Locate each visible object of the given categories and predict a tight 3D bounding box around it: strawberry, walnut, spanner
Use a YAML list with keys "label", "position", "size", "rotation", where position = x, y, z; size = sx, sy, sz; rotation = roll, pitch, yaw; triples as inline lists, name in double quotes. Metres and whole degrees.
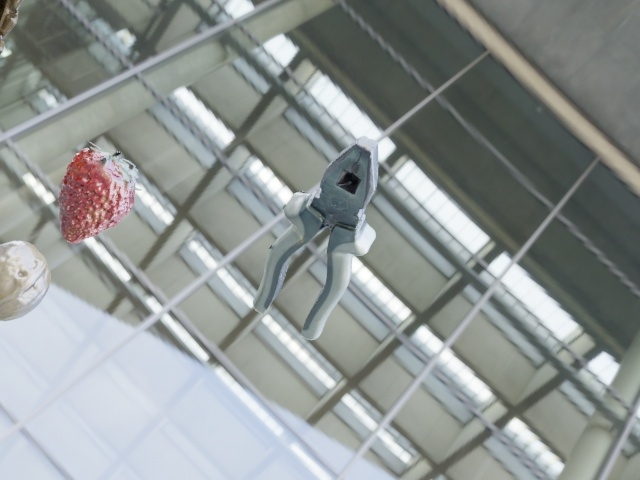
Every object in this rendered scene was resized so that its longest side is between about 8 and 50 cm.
- label: "strawberry"
  position: [-0.355, -0.073, 1.752]
  size: [0.148, 0.131, 0.131]
  rotation: [-39, -89, 19]
- label: "walnut"
  position: [-0.594, 0.078, 2.141]
  size: [0.140, 0.162, 0.140]
  rotation: [15, -47, 16]
- label: "spanner"
  position: [0.000, 0.000, 1.137]
  size: [0.096, 0.040, 0.325]
  rotation: [29, -37, 3]

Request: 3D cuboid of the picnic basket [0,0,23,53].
- label: "picnic basket"
  position: [-0.578, -0.371, 1.604]
  size: [0.291, 0.254, 0.321]
  rotation: [21, -23, -22]
